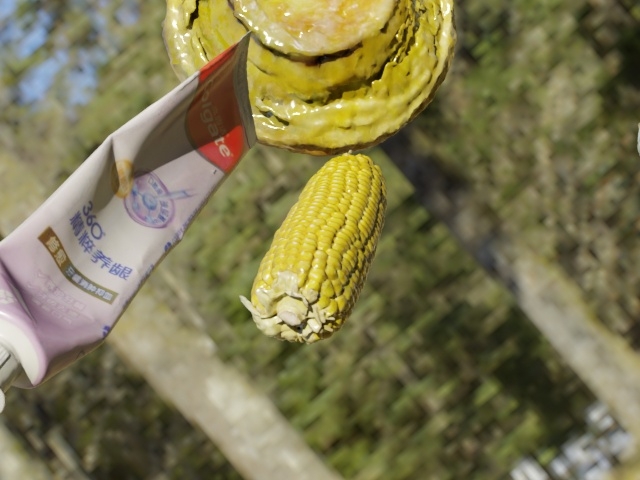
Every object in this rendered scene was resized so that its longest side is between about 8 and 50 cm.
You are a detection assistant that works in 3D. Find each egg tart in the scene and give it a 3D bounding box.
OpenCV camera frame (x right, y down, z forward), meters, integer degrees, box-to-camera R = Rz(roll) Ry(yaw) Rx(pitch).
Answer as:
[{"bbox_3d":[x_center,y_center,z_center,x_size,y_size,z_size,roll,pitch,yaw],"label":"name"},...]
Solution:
[{"bbox_3d":[-0.010,-0.221,1.885,0.294,0.294,0.123,-39,-13,-15],"label":"egg tart"}]

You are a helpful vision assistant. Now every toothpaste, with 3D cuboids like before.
[{"bbox_3d":[-0.105,-0.008,1.031,0.048,0.075,0.301,-10,28,36],"label":"toothpaste"}]

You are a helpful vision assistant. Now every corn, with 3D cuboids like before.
[{"bbox_3d":[0.005,0.002,1.765,0.091,0.091,0.260,-53,8,33],"label":"corn"}]

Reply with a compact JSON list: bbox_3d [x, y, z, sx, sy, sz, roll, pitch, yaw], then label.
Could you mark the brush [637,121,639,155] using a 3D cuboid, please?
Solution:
[{"bbox_3d":[0.315,-0.093,1.850,0.336,0.020,0.085,-68,-7,-70],"label":"brush"}]
